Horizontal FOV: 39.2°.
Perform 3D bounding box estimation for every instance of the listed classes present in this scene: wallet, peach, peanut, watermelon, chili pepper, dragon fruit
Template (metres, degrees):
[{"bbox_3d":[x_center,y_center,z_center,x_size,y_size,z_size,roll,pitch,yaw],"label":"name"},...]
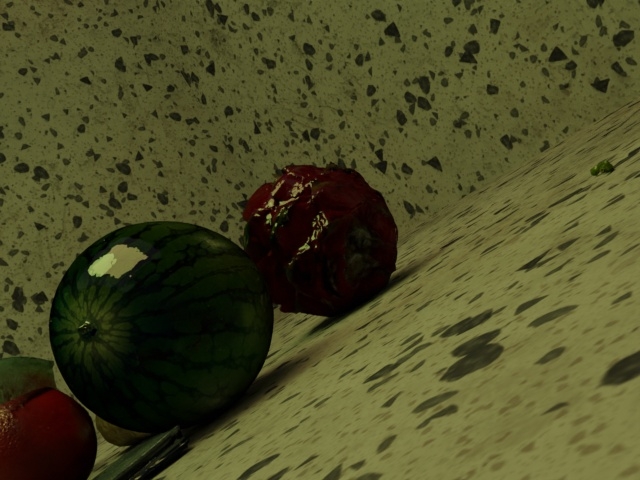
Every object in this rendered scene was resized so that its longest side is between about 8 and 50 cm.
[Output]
[{"bbox_3d":[-0.286,0.328,1.193,0.222,0.036,0.167,-33,0,-37],"label":"wallet"},{"bbox_3d":[-0.412,0.303,1.246,0.154,0.159,0.267,-57,-18,15],"label":"peach"},{"bbox_3d":[-0.338,0.319,1.707,0.236,0.110,0.120,-30,-12,38],"label":"peanut"},{"bbox_3d":[-0.574,0.419,1.698,0.228,0.387,0.258,-2,23,-40],"label":"watermelon"},{"bbox_3d":[0.423,-0.107,1.352,0.030,0.017,0.083,-41,-2,0],"label":"chili pepper"},{"bbox_3d":[-0.002,0.001,1.756,0.329,0.329,0.329,-32,0,0],"label":"dragon fruit"},{"bbox_3d":[-0.245,0.132,1.390,0.363,0.363,0.363,-32,0,0],"label":"watermelon"}]
